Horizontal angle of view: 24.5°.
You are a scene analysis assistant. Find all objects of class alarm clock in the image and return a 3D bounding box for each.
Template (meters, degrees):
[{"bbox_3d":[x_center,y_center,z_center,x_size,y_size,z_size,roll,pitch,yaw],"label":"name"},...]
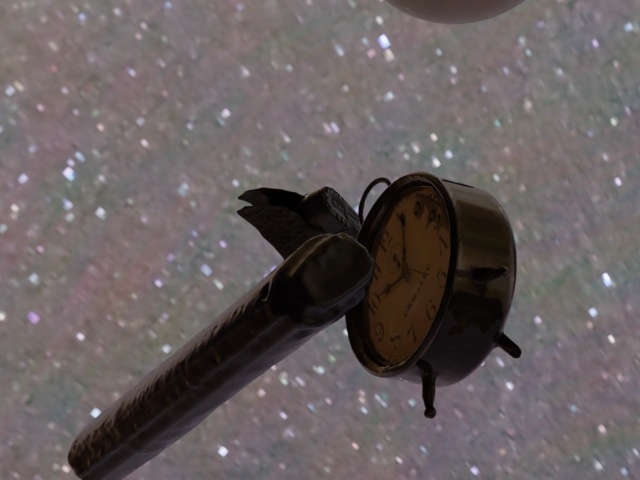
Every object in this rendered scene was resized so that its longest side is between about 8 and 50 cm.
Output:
[{"bbox_3d":[0.064,0.015,0.934,0.129,0.064,0.192,-65,-148,23],"label":"alarm clock"}]

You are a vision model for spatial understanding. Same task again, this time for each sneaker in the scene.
[{"bbox_3d":[0.000,0.002,1.459,0.089,0.170,0.051,-25,-144,25],"label":"sneaker"}]

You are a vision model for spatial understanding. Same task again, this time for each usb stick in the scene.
[{"bbox_3d":[-0.066,0.077,0.866,0.077,0.045,0.278,-33,176,-44],"label":"usb stick"}]

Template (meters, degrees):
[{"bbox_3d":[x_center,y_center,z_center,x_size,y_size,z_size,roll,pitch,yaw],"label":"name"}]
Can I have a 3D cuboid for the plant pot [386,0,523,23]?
[{"bbox_3d":[0.149,-0.371,1.694,0.284,0.284,0.191,-19,-162,19],"label":"plant pot"}]
